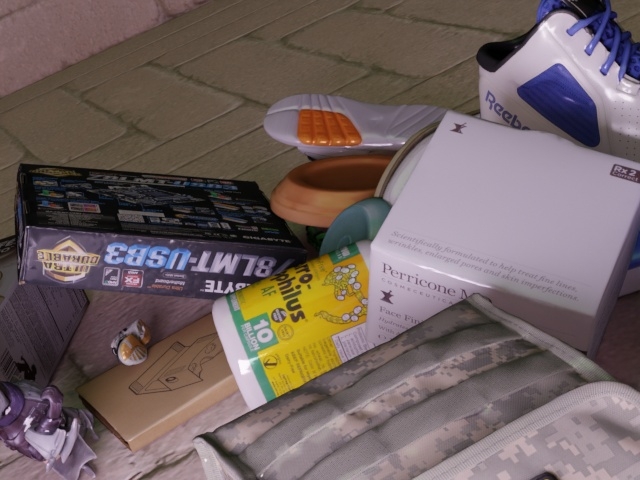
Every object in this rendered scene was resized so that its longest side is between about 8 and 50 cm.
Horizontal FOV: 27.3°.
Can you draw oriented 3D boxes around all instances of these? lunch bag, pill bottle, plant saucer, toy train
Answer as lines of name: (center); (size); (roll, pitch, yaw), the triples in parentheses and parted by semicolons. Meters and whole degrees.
lunch bag: (0.092, 0.178, 0.783); (0.235, 0.169, 0.287); (-26, 29, -19)
pill bottle: (0.018, 0.069, 1.175); (0.208, 0.118, 0.117); (-22, 21, -1)
plant saucer: (0.041, -0.061, 1.499); (0.199, 0.037, 0.200); (-2, 19, 1)
toy train: (0.000, 0.000, 1.490); (0.017, 0.024, 0.083); (-26, 22, -11)
plant saucer: (0.031, 0.009, 1.339); (0.119, 0.021, 0.119); (-37, 41, 41)

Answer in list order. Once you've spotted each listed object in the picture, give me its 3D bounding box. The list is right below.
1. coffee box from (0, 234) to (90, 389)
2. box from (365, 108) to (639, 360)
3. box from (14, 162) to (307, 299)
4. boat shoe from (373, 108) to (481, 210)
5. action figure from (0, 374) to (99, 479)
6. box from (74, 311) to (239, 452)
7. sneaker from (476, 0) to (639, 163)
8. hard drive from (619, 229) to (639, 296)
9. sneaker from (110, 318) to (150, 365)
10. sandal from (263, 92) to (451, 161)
coffee box: (-0.384, 0.109, 1.464); (0.168, 0.119, 0.297); (-18, 21, 11)
box: (0.151, 0.011, 1.054); (0.181, 0.119, 0.182); (18, 48, 17)
box: (-0.188, -0.013, 1.465); (0.295, 0.073, 0.293); (5, 14, -16)
boat shoe: (0.185, -0.087, 1.398); (0.302, 0.113, 0.103); (-36, 24, -27)
action figure: (-0.302, 0.138, 1.177); (0.185, 0.285, 0.099); (17, 82, 42)
box: (-0.130, 0.128, 1.311); (0.201, 0.021, 0.164); (-29, 22, -20)
sneaker: (0.270, -0.144, 1.205); (0.315, 0.182, 0.127); (5, 32, 29)
hard drive: (0.283, -0.014, 1.226); (0.318, 0.040, 0.210); (-19, 21, 7)
sneaker: (-0.199, 0.112, 1.352); (0.037, 0.032, 0.083); (-32, 12, 13)
sandal: (0.054, -0.126, 1.691); (0.265, 0.076, 0.102); (7, 44, 14)
